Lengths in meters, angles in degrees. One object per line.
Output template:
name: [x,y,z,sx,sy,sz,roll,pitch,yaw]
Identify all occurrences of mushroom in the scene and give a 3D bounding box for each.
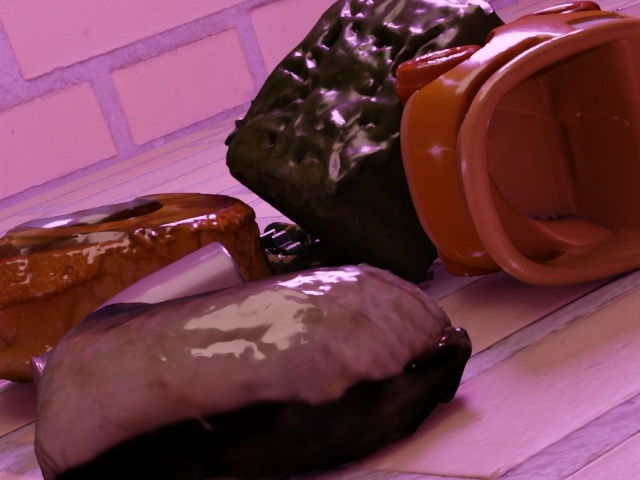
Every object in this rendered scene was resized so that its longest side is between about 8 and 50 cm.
mushroom: [-0.070,0.086,1.197,0.344,0.130,0.247,-9,18,44]

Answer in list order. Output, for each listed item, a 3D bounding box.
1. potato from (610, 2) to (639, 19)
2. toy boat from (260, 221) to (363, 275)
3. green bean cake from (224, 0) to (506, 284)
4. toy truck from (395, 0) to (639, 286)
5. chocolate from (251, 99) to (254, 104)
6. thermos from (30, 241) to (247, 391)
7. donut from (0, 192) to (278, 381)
potato: [0.305,-0.161,1.914,0.239,0.116,0.299,-13,20,40]
toy boat: [-0.024,0.011,1.731,0.104,0.052,0.210,-23,18,-35]
green bean cake: [0.059,-0.113,1.584,0.250,0.156,0.247,-55,33,-5]
toy truck: [0.191,-0.079,1.390,0.288,0.204,0.211,-20,12,-26]
chocolate: [0.066,-0.179,2.524,0.343,0.126,0.148,-11,-27,3]
thermos: [-0.143,0.096,1.410,0.193,0.105,0.137,-25,42,-14]
donut: [-0.203,0.038,1.622,0.330,0.160,0.330,-18,9,3]
